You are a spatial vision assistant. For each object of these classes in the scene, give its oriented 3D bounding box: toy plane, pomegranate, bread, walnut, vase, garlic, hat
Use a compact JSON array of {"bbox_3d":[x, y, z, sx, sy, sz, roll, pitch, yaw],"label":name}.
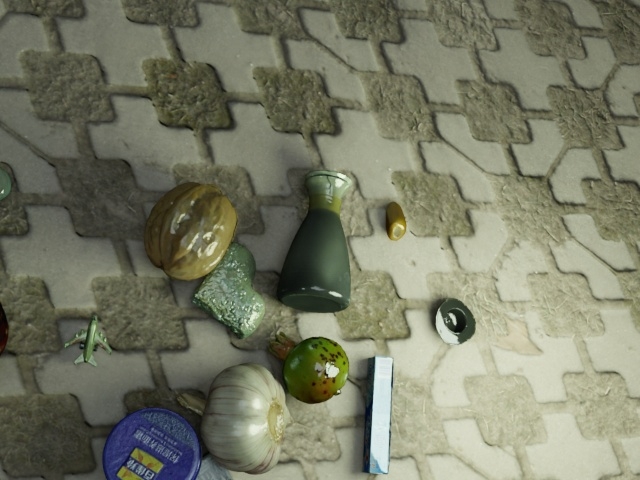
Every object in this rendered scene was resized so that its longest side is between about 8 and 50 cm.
[{"bbox_3d":[-0.510,0.222,1.897,0.102,0.040,0.111,12,74,-15],"label":"toy plane"},{"bbox_3d":[-0.029,0.285,1.975,0.205,0.159,0.159,32,69,19],"label":"pomegranate"},{"bbox_3d":[-0.218,0.114,1.995,0.173,0.064,0.232,-5,78,-19],"label":"bread"},{"bbox_3d":[-0.294,-0.024,1.938,0.198,0.198,0.245,34,66,-7],"label":"walnut"},{"bbox_3d":[0.000,0.000,2.041,0.173,0.173,0.321,12,68,-13],"label":"vase"},{"bbox_3d":[-0.205,0.379,1.887,0.253,0.245,0.245,4,74,21],"label":"garlic"},{"bbox_3d":[0.330,0.206,2.140,0.121,0.050,0.121,5,72,-15],"label":"hat"},{"bbox_3d":[0.190,-0.045,2.161,0.049,0.103,0.062,4,120,-5],"label":"bread"}]

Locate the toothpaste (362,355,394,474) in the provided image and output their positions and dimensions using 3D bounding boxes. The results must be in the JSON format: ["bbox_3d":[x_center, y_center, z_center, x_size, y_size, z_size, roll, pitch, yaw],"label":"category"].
[{"bbox_3d":[0.135,0.412,2.030,0.053,0.066,0.272,7,76,-15],"label":"toothpaste"}]

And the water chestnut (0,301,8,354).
[{"bbox_3d":[-0.779,0.209,1.726,0.300,0.300,0.299,4,77,-16],"label":"water chestnut"}]

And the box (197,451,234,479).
[{"bbox_3d":[-0.276,0.558,1.894,0.177,0.036,0.115,-33,89,-21],"label":"box"}]

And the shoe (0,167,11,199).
[{"bbox_3d":[-0.806,-0.125,1.857,0.251,0.100,0.103,-7,79,-15],"label":"shoe"}]

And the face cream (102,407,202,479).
[{"bbox_3d":[-0.356,0.468,1.834,0.206,0.111,0.205,2,64,-5],"label":"face cream"}]
